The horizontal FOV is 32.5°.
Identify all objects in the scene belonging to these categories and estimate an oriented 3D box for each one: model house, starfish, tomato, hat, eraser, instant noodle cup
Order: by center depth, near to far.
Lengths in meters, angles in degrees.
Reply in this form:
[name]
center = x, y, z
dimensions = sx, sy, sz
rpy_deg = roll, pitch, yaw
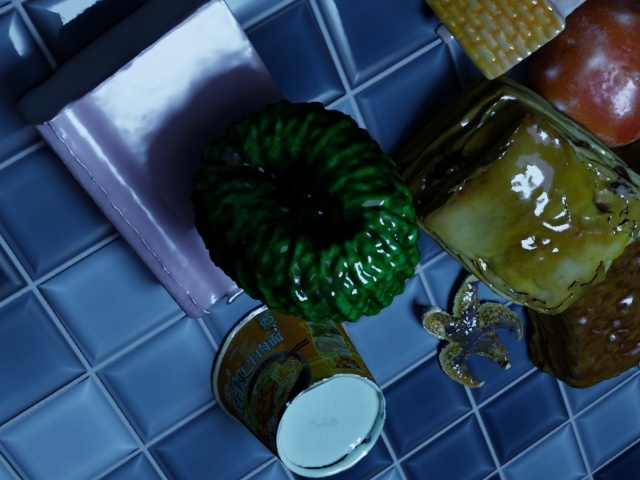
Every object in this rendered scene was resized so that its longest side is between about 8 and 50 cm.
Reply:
[hat]
center = 0.000, 0.000, 1.345
dimensions = 0.242, 0.274, 0.332
rpy_deg = -33, 155, 1
[eraser]
center = -0.162, -0.109, 1.393
dimensions = 0.272, 0.122, 0.359
rpy_deg = -40, 128, -7
[model house]
center = 0.229, -0.358, 1.404
dimensions = 0.237, 0.237, 0.202
rpy_deg = -41, 105, 1
[tomato]
center = 0.414, -0.250, 1.580
dimensions = 0.232, 0.188, 0.232
rpy_deg = -7, 110, -20
[instant noodle cup]
center = -0.022, 0.223, 1.601
dimensions = 0.230, 0.182, 0.230
rpy_deg = -12, 120, -22
[starfish]
center = 0.243, 0.135, 1.776
dimensions = 0.238, 0.071, 0.216
rpy_deg = 10, 104, -43

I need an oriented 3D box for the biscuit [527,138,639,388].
[biscuit]
center = 0.494, 0.027, 1.791
dimensions = 0.342, 0.166, 0.395
rpy_deg = -25, 125, -13

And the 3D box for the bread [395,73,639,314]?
[bread]
center = 0.274, -0.050, 1.540
dimensions = 0.324, 0.167, 0.277
rpy_deg = 41, 113, -9

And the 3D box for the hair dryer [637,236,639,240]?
[hair dryer]
center = 0.539, -0.029, 1.664
dimensions = 0.150, 0.047, 0.071
rpy_deg = 0, 117, -40
